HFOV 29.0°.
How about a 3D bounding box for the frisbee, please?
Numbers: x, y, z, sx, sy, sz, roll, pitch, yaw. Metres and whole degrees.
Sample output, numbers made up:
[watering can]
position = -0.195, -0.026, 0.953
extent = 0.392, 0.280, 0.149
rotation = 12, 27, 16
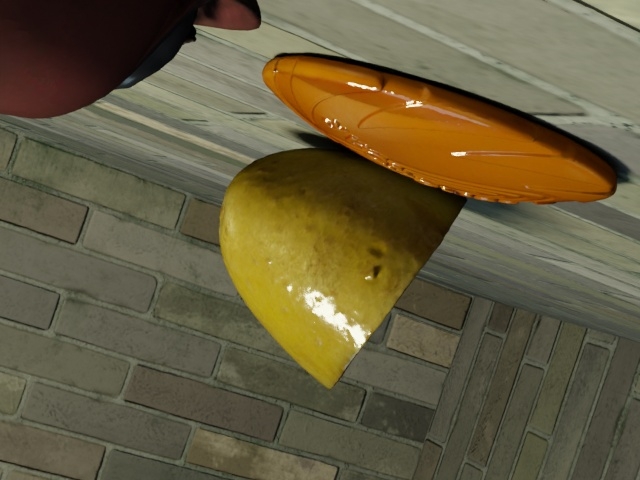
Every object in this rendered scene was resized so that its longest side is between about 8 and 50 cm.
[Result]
[frisbee]
position = 0.057, -0.047, 0.641
extent = 0.192, 0.035, 0.192
rotation = 20, 177, 1

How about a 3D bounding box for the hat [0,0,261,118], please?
[hat]
position = -0.118, -0.088, 0.392
extent = 0.205, 0.089, 0.205
rotation = 18, 179, 0

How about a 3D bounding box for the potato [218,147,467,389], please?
[potato]
position = 0.000, 0.000, 0.915
extent = 0.158, 0.178, 0.203
rotation = 34, -157, 1
